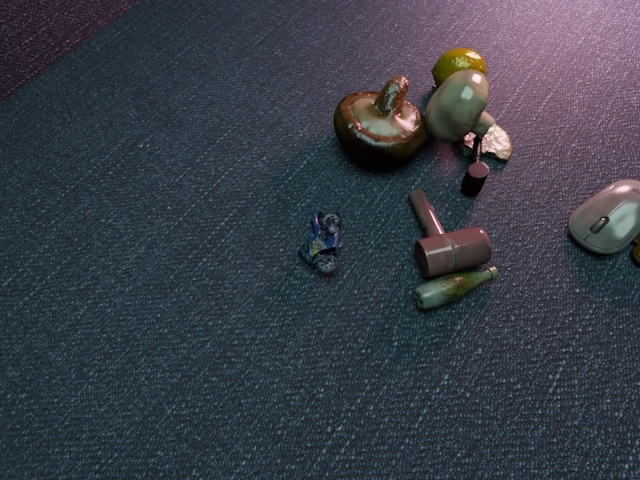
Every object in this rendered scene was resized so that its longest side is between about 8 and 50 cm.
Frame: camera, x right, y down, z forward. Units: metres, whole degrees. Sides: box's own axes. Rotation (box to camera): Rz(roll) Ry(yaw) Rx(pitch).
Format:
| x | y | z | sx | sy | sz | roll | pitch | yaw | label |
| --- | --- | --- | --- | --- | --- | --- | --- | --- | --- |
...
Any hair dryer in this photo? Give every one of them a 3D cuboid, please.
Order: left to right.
| x | y | z | sx | sy | sz | roll | pitch | yaw | label |
| --- | --- | --- | --- | --- | --- | --- | --- | --- | --- |
| 0.391 | -0.055 | 1.346 | 0.210 | 0.125 | 0.353 | -14 | 55 | -2 | hair dryer |
| 0.547 | -0.284 | 1.447 | 0.070 | 0.114 | 0.248 | 8 | 61 | 8 | hair dryer |

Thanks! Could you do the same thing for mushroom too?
| x | y | z | sx | sy | sz | roll | pitch | yaw | label |
| --- | --- | --- | --- | --- | --- | --- | --- | --- | --- |
| 0.221 | -0.416 | 1.503 | 0.344 | 0.239 | 0.346 | -14 | 52 | 19 | mushroom |
| 0.501 | -0.450 | 1.415 | 0.234 | 0.260 | 0.254 | 25 | 108 | -10 | mushroom |

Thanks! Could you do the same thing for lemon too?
| x | y | z | sx | sy | sz | roll | pitch | yaw | label |
| --- | --- | --- | --- | --- | --- | --- | --- | --- | --- |
| 0.517 | -0.624 | 1.529 | 0.202 | 0.178 | 0.179 | 10 | 64 | 10 | lemon |

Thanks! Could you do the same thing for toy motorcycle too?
| x | y | z | sx | sy | sz | roll | pitch | yaw | label |
| --- | --- | --- | --- | --- | --- | --- | --- | --- | --- |
| 0.000 | 0.000 | 1.366 | 0.135 | 0.092 | 0.255 | -2 | 53 | 15 | toy motorcycle |

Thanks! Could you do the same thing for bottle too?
| x | y | z | sx | sy | sz | roll | pitch | yaw | label |
| --- | --- | --- | --- | --- | --- | --- | --- | --- | --- |
| 0.421 | 0.139 | 1.251 | 0.269 | 0.083 | 0.083 | -18 | 62 | -6 | bottle |

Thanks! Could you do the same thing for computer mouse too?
| x | y | z | sx | sy | sz | roll | pitch | yaw | label |
| --- | --- | --- | --- | --- | --- | --- | --- | --- | --- |
| 0.942 | -0.087 | 1.282 | 0.296 | 0.121 | 0.184 | -30 | 58 | -6 | computer mouse |

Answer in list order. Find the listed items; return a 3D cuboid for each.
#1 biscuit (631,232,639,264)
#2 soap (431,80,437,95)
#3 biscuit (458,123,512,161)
| x | y | z | sx | sy | sz | roll | pitch | yaw | label |
| --- | --- | --- | --- | --- | --- | --- | --- | --- | --- |
| 1.045 | 0.002 | 1.288 | 0.138 | 0.031 | 0.205 | 26 | 66 | 23 | biscuit |
| 0.527 | -0.617 | 1.651 | 0.148 | 0.056 | 0.100 | 21 | 69 | 15 | soap |
| 0.603 | -0.383 | 1.531 | 0.188 | 0.040 | 0.265 | -37 | 65 | -15 | biscuit |
